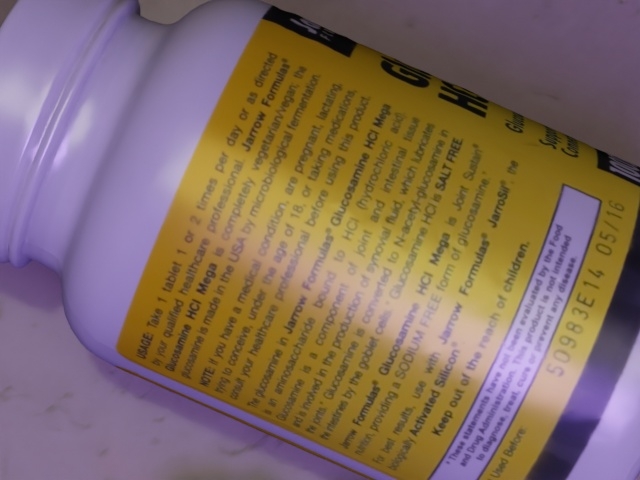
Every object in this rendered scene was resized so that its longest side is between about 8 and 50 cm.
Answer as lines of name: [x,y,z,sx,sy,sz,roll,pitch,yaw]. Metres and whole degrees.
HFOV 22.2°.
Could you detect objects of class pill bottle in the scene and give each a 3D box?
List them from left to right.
pill bottle: [0.000,0.000,0.773,0.334,0.188,0.188,24,80,-1]
